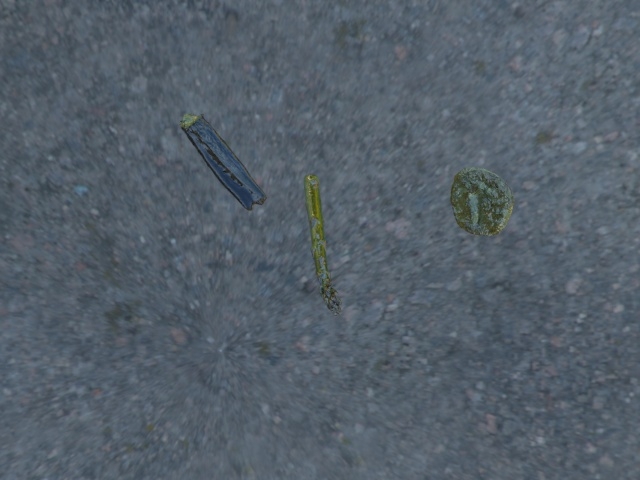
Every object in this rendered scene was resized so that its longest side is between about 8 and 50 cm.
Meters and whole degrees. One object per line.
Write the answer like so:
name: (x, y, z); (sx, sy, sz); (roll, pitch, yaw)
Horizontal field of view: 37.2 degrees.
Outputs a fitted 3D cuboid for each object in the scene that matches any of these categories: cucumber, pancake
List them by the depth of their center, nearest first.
cucumber: (-0.112, -0.090, 1.083); (0.033, 0.034, 0.135); (-38, 95, -6)
pancake: (0.233, -0.056, 1.390); (0.017, 0.108, 0.108); (-26, 86, -49)

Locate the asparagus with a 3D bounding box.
asparagus: (0.000, 0.000, 1.205); (0.025, 0.248, 0.024); (-36, 128, 23)
